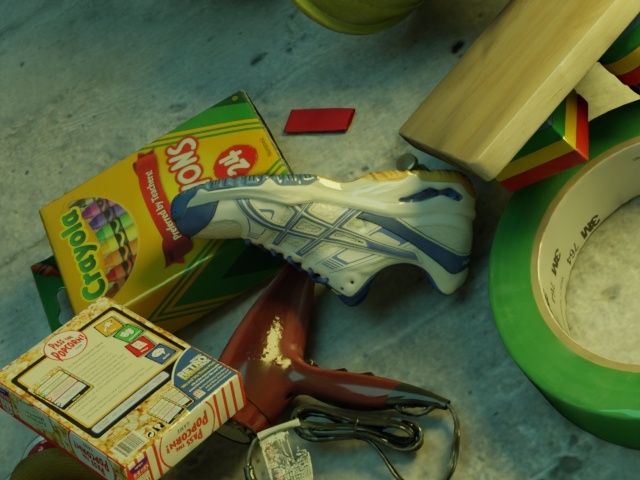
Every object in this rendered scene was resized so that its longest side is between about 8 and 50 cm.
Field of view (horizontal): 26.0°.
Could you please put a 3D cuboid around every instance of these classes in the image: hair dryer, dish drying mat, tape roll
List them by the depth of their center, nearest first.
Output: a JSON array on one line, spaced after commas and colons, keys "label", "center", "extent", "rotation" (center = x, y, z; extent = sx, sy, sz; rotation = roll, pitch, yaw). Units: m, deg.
[{"label": "tape roll", "center": [0.307, 0.022, 1.200], "extent": [0.321, 0.077, 0.321], "rotation": [-16, 52, 22]}, {"label": "hair dryer", "center": [-0.002, 0.145, 1.333], "extent": [0.224, 0.080, 0.293], "rotation": [-20, 55, -1]}, {"label": "dish drying mat", "center": [-0.001, -0.133, 1.540], "extent": [0.083, 0.008, 0.032], "rotation": [1, 60, 33]}]

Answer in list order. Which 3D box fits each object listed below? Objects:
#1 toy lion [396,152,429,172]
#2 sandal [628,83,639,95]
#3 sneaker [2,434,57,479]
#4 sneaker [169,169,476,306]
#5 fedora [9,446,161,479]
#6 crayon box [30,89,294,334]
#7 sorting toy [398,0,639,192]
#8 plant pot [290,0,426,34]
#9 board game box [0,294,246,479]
[{"label": "toy lion", "center": [0.078, -0.034, 1.413], "extent": [0.096, 0.034, 0.100], "rotation": [-42, 48, 11]}, {"label": "sandal", "center": [0.415, -0.195, 1.222], "extent": [0.303, 0.120, 0.086], "rotation": [-25, 59, 31]}, {"label": "sneaker", "center": [-0.294, 0.254, 1.442], "extent": [0.118, 0.042, 0.067], "rotation": [-51, 44, 3]}, {"label": "sneaker", "center": [0.000, 0.000, 1.328], "extent": [0.297, 0.112, 0.130], "rotation": [-1, 92, 10]}, {"label": "fedora", "center": [-0.209, 0.263, 1.337], "extent": [0.194, 0.194, 0.079], "rotation": [-9, 19, 27]}, {"label": "crayon box", "center": [-0.172, -0.003, 1.486], "extent": [0.319, 0.081, 0.202], "rotation": [-31, 49, 2]}, {"label": "sorting toy", "center": [0.214, -0.153, 1.260], "extent": [0.257, 0.089, 0.255], "rotation": [-49, 15, 1]}, {"label": "plant pot", "center": [0.112, -0.357, 1.399], "extent": [0.254, 0.276, 0.276], "rotation": [2, 61, 50]}, {"label": "board game box", "center": [-0.190, 0.140, 1.295], "extent": [0.193, 0.045, 0.147], "rotation": [26, 50, 35]}]
